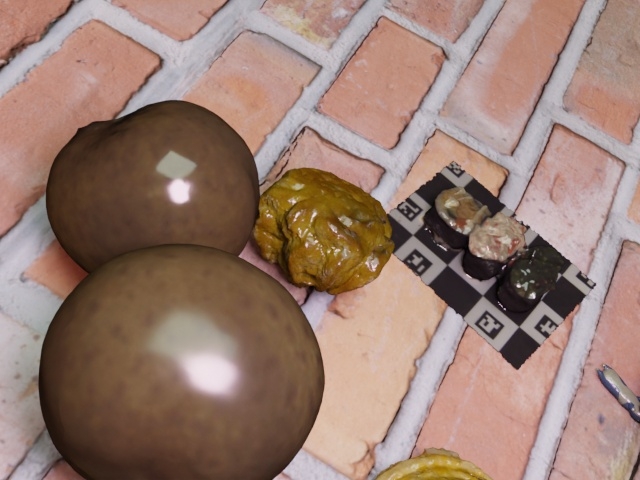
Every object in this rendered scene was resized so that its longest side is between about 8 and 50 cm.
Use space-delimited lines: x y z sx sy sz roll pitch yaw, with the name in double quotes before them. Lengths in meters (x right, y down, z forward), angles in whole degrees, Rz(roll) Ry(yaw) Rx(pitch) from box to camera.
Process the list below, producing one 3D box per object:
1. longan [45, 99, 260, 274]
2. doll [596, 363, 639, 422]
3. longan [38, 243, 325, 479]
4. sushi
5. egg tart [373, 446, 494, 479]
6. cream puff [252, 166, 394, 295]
"longan" -0.247 -0.062 1.320 0.318 0.319 0.319 10 54 -14
"doll" 0.536 0.270 1.546 0.037 0.027 0.125 -30 71 -26
"longan" -0.175 0.177 1.132 0.360 0.361 0.361 10 54 -14
"sushi" 0.322 0.005 1.607 0.373 0.100 0.296 44 53 12
"egg tart" 0.199 0.455 1.228 0.341 0.132 0.341 10 55 -15
"cream puff" 0.003 -0.016 1.439 0.244 0.196 0.244 28 44 -31
